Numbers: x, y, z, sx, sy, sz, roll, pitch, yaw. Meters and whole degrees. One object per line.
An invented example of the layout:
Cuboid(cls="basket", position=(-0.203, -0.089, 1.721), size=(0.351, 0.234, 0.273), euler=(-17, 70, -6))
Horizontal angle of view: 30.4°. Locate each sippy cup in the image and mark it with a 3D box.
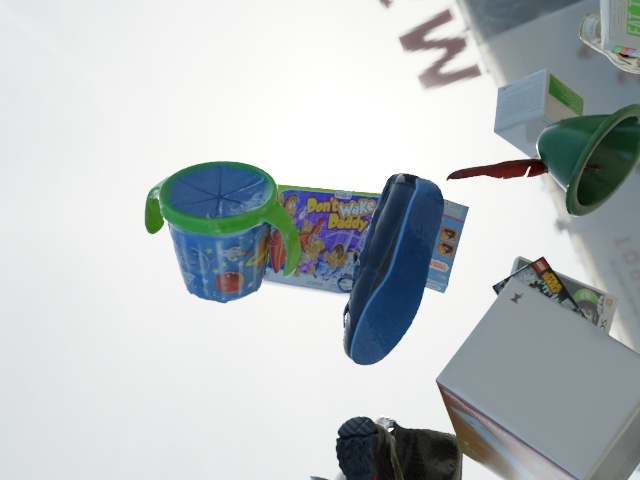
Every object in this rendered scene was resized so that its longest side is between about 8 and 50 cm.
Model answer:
Cuboid(cls="sippy cup", position=(-0.197, -0.007, 2.333), size=(0.305, 0.240, 0.224), euler=(-131, 33, -49))

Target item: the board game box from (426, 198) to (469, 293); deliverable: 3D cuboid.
Cuboid(cls="board game box", position=(0.199, -0.007, 2.357), size=(0.039, 0.160, 0.211), euler=(107, -177, -51))

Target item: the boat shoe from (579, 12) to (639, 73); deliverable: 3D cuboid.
Cuboid(cls="boat shoe", position=(0.468, -0.292, 1.776), size=(0.170, 0.063, 0.059), euler=(17, -173, -29))

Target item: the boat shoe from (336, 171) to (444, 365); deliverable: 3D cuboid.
Cuboid(cls="boat shoe", position=(0.090, 0.036, 1.543), size=(0.109, 0.258, 0.089), euler=(17, -170, -40))

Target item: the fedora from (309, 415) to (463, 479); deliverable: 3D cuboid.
Cuboid(cls="fedora", position=(0.143, 0.380, 1.960), size=(0.334, 0.334, 0.152), euler=(33, -110, -56))

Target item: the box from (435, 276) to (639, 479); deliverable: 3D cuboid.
Cuboid(cls="box", position=(0.298, 0.226, 1.518), size=(0.215, 0.168, 0.345), euler=(33, 166, 25))

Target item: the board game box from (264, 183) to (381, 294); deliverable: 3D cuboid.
Cuboid(cls="board game box", position=(0.000, 0.000, 2.681), size=(0.078, 0.347, 0.233), euler=(24, -103, -50))

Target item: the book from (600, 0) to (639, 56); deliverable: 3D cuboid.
Cuboid(cls="book", position=(0.419, -0.267, 1.455), size=(0.035, 0.144, 0.096), euler=(126, 151, -68))

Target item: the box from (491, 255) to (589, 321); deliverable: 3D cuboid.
Cuboid(cls="box", position=(0.334, 0.103, 1.774), size=(0.137, 0.094, 0.027), euler=(59, 180, 26))

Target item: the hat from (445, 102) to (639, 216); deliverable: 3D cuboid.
Cuboid(cls="hat", position=(0.324, -0.146, 1.645), size=(0.208, 0.183, 0.173), euler=(-27, -41, -37))

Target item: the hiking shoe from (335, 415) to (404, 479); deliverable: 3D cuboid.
Cuboid(cls="hiking shoe", position=(0.074, 0.348, 1.533), size=(0.114, 0.086, 0.227), euler=(24, -114, -47))

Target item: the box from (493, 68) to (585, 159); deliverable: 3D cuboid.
Cuboid(cls="box", position=(0.338, -0.194, 1.817), size=(0.101, 0.102, 0.087), euler=(29, -121, -34))

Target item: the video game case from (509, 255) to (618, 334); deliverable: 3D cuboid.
Cuboid(cls="video game case", position=(0.379, 0.138, 1.907), size=(0.190, 0.022, 0.173), euler=(22, -108, -10))
